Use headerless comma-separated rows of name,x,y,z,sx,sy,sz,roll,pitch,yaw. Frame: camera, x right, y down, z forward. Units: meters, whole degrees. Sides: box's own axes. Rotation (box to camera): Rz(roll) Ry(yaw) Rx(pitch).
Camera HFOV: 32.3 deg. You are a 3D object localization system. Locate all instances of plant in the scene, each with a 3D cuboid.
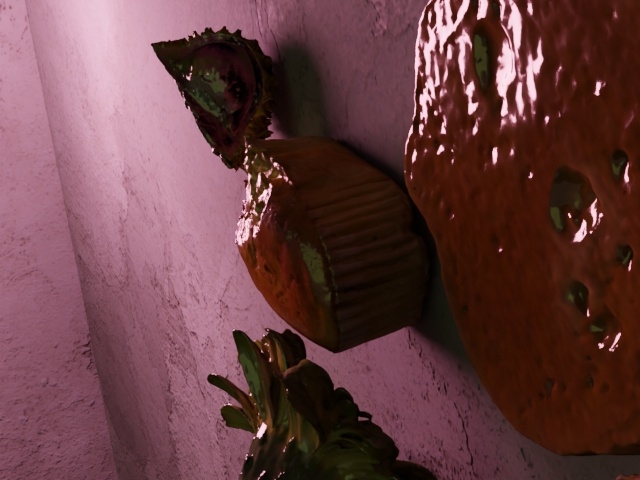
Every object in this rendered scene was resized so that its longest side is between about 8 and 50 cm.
plant,0.003,0.250,1.105,0.306,0.261,0.297,-23,53,63

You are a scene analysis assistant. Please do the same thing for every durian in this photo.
durian,-0.088,-0.177,1.274,0.108,0.119,0.186,-38,78,27

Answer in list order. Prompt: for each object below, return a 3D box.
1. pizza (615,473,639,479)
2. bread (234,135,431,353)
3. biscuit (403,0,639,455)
pizza,0.259,0.245,0.617,0.268,0.087,0.257,140,131,-61
bread,0.000,0.000,1.099,0.250,0.133,0.179,-128,27,-46
biscuit,0.170,-0.038,0.747,0.385,0.062,0.365,116,137,-59
